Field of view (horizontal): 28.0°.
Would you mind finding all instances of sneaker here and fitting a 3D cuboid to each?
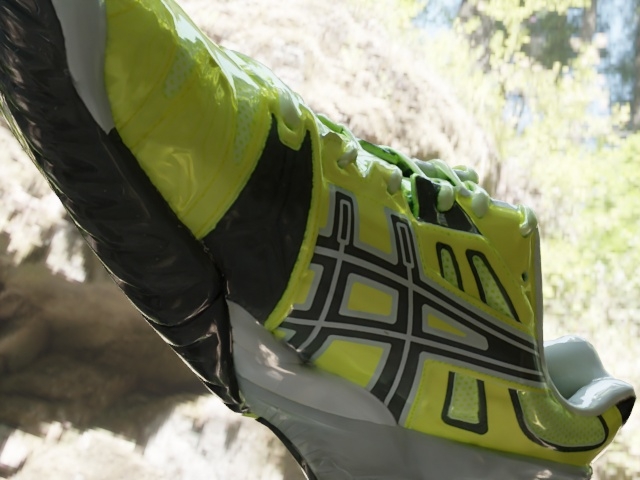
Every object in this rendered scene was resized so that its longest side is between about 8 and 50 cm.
[{"bbox_3d":[0.000,0.000,0.534,0.147,0.145,0.385,-40,-53,-2],"label":"sneaker"}]
